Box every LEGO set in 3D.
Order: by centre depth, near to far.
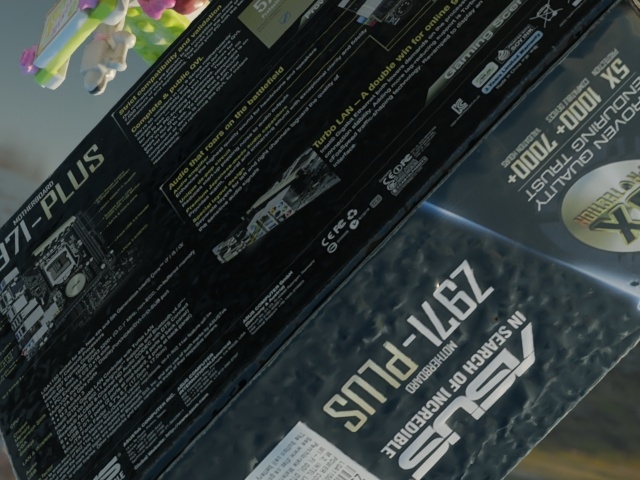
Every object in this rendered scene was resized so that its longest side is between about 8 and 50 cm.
[{"bbox_3d":[-0.062,-0.088,0.634,0.132,0.107,0.287,11,154,-4],"label":"LEGO set"}]

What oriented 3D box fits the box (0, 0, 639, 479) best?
[{"bbox_3d":[0.000,0.000,0.399,0.077,0.180,0.147,41,-175,-34],"label":"box"}]
